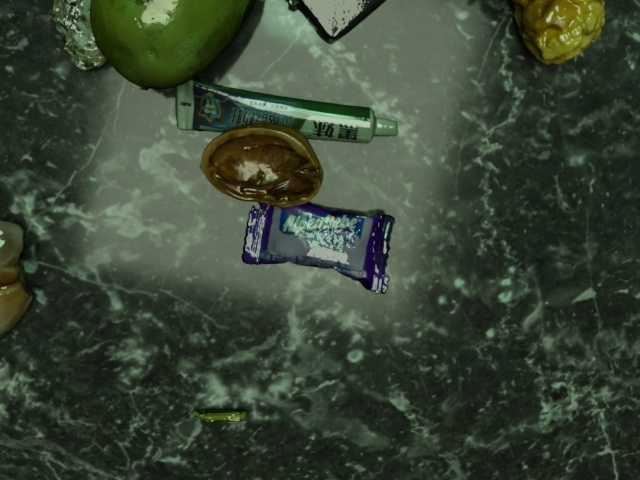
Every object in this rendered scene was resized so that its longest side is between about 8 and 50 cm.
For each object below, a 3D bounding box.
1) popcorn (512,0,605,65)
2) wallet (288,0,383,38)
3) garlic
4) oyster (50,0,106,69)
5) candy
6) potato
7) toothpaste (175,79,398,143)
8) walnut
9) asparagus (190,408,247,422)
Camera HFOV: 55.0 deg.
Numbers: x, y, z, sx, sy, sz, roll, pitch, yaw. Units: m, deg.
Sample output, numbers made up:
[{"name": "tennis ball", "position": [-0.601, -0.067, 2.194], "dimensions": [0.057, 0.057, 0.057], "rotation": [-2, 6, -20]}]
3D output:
[{"name": "popcorn", "position": [0.405, -0.407, 1.040], "dimensions": [0.163, 0.140, 0.194], "rotation": [-30, 90, 10]}, {"name": "wallet", "position": [0.059, -0.465, 1.052], "dimensions": [0.250, 0.044, 0.149], "rotation": [-41, 103, 2]}, {"name": "garlic", "position": [-0.626, 0.078, 1.063], "dimensions": [0.228, 0.110, 0.217], "rotation": [-6, 103, -3]}, {"name": "oyster", "position": [-0.388, -0.381, 1.026], "dimensions": [0.125, 0.064, 0.177], "rotation": [-13, 102, -6]}, {"name": "candy", "position": [0.000, 0.000, 1.109], "dimensions": [0.275, 0.070, 0.145], "rotation": [12, 91, 4]}, {"name": "potato", "position": [-0.222, -0.382, 0.964], "dimensions": [0.304, 0.216, 0.216], "rotation": [-44, 99, 4]}, {"name": "toothpaste", "position": [-0.057, -0.217, 1.073], "dimensions": [0.392, 0.061, 0.098], "rotation": [5, 125, -4]}, {"name": "walnut", "position": [-0.094, -0.144, 1.053], "dimensions": [0.211, 0.087, 0.167], "rotation": [7, 137, 7]}, {"name": "asparagus", "position": [-0.195, 0.334, 1.175], "dimensions": [0.108, 0.021, 0.025], "rotation": [2, 100, -4]}]
